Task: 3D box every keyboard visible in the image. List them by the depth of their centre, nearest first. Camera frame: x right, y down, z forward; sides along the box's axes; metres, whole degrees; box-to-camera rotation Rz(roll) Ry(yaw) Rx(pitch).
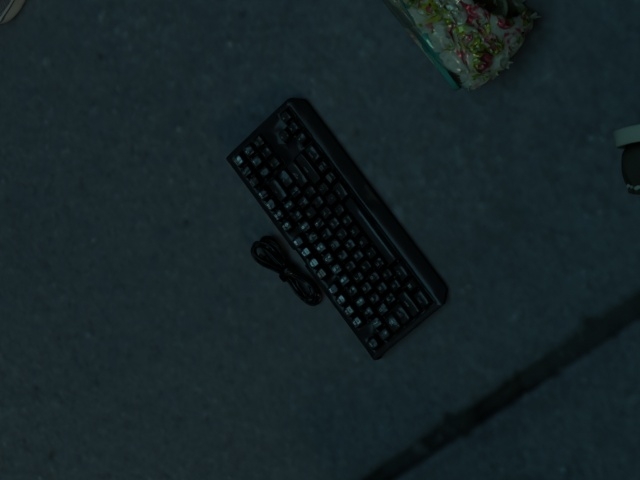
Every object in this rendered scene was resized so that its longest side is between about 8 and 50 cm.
[{"bbox_3d":[0.000,0.000,1.182,0.108,0.023,0.180,-43,77,31],"label":"keyboard"}]

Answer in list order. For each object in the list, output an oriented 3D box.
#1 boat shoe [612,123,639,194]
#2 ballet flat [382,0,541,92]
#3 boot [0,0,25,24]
[{"bbox_3d":[0.294,-0.023,0.927,0.305,0.109,0.091,6,99,42],"label":"boat shoe"},{"bbox_3d":[0.047,-0.190,1.031,0.077,0.091,0.241,-37,123,16],"label":"ballet flat"},{"bbox_3d":[-0.237,-0.236,1.236,0.069,0.086,0.190,35,116,20],"label":"boot"}]
